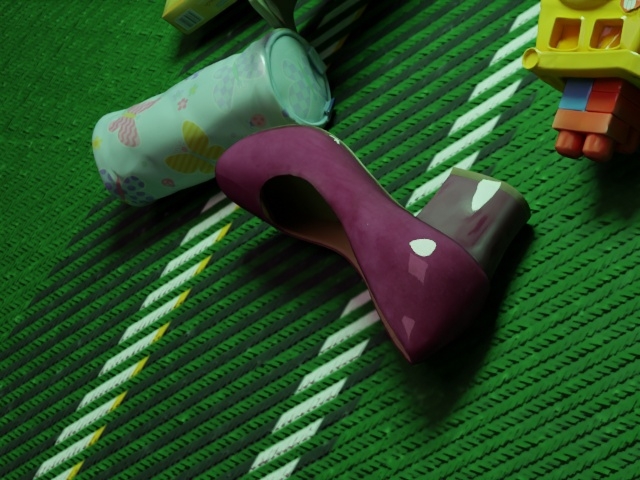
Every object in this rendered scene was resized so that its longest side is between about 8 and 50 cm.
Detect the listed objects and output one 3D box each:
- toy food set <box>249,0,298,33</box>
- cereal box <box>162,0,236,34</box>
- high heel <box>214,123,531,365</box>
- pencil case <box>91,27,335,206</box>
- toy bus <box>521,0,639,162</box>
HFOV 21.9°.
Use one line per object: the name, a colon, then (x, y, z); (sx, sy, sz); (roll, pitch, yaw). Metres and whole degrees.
toy food set: (0.053, -0.336, 1.733); (0.306, 0.220, 0.092); (-44, 75, 5)
cereal box: (-0.104, -0.381, 2.001); (0.173, 0.047, 0.240); (-29, 40, 41)
high heel: (0.000, 0.000, 1.508); (0.377, 0.127, 0.181); (9, 53, 46)
pencil case: (-0.119, -0.130, 1.780); (0.273, 0.113, 0.124); (-23, 34, 31)
toy bus: (0.279, -0.160, 1.374); (0.220, 0.149, 0.211); (6, 75, 46)
